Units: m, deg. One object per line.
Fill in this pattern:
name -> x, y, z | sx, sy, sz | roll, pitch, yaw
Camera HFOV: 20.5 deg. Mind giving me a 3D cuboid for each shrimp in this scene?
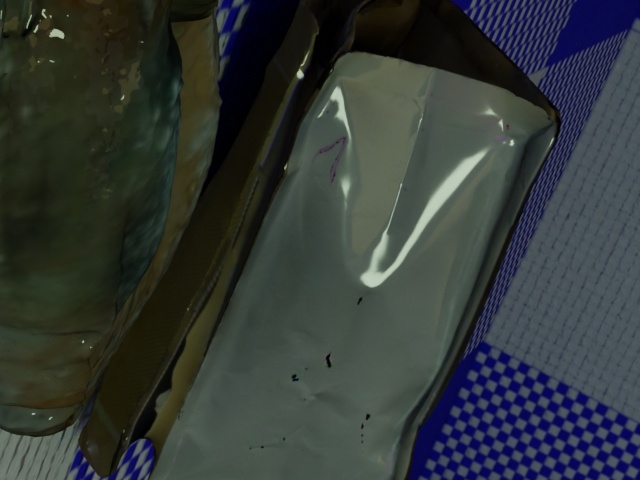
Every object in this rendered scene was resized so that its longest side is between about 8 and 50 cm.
shrimp -> -0.082, -0.074, 0.714 | 0.445, 0.110, 0.221 | 104, 13, -57

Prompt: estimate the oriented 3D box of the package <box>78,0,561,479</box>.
package -> -0.026, 0.000, 1.030 | 0.165, 0.221, 0.311 | 5, 121, -32
